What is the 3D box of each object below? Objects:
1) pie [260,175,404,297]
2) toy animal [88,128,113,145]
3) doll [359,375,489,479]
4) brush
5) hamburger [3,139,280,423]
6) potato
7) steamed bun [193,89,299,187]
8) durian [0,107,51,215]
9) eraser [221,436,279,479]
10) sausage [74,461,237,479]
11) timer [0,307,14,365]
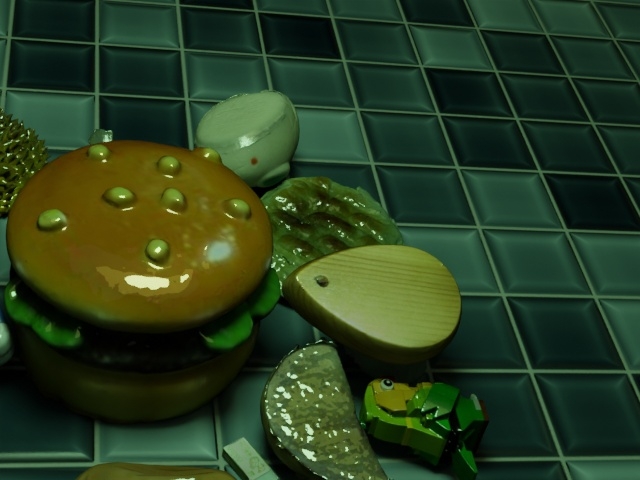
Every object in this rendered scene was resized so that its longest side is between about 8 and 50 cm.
[{"bbox_3d":[0.000,0.000,1.855,0.306,0.071,0.306,7,41,-6],"label":"pie"},{"bbox_3d":[-0.334,-0.107,1.866,0.219,0.095,0.155,-28,51,-36],"label":"toy animal"},{"bbox_3d":[0.144,0.255,1.579,0.186,0.106,0.134,22,41,10],"label":"doll"},{"bbox_3d":[0.062,0.101,1.645,0.266,0.166,0.174,13,62,-13],"label":"brush"},{"bbox_3d":[-0.253,0.044,1.583,0.395,0.277,0.396,7,41,-6],"label":"hamburger"},{"bbox_3d":[-0.008,0.266,1.537,0.138,0.098,0.243,-11,56,-18],"label":"potato"},{"bbox_3d":[-0.123,-0.162,1.946,0.177,0.131,0.228,-8,30,16],"label":"steamed bun"},{"bbox_3d":[-0.535,-0.140,1.826,0.183,0.138,0.250,7,35,5],"label":"durian"},{"bbox_3d":[-0.094,0.306,1.527,0.038,0.019,0.083,-21,52,-35],"label":"eraser"},{"bbox_3d":[-0.193,0.340,1.387,0.241,0.120,0.136,7,49,-7],"label":"sausage"},{"bbox_3d":[-0.557,0.137,1.531,0.253,0.078,0.178,-20,53,-18],"label":"timer"}]
